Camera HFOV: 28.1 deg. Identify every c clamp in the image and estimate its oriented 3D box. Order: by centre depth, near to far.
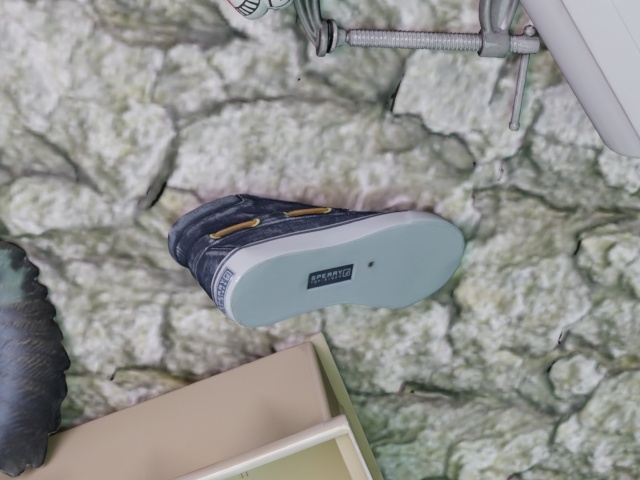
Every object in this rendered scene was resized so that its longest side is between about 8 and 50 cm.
[{"bbox_3d":[0.057,-0.135,0.746,0.161,0.022,0.137,6,115,-11],"label":"c clamp"}]

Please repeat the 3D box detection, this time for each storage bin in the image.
[{"bbox_3d":[-0.072,0.231,0.858,0.262,0.123,0.260,-21,118,2],"label":"storage bin"}]

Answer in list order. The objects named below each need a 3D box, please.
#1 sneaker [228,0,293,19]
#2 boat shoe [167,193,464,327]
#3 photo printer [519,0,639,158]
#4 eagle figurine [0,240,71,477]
[{"bbox_3d":[-0.058,-0.240,0.637,0.145,0.090,0.270,-29,115,11],"label":"sneaker"},{"bbox_3d":[0.000,0.000,0.789,0.183,0.083,0.065,-7,122,-36],"label":"boat shoe"},{"bbox_3d":[0.192,-0.229,0.669,0.256,0.107,0.307,-34,116,7],"label":"photo printer"},{"bbox_3d":[-0.301,0.042,0.716,0.226,0.225,0.298,24,158,20],"label":"eagle figurine"}]
